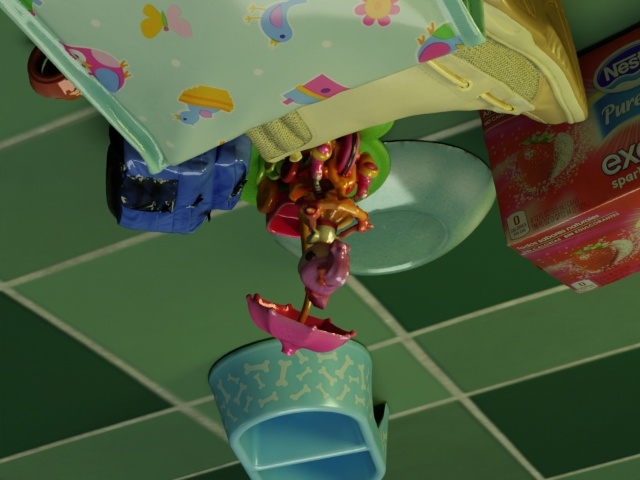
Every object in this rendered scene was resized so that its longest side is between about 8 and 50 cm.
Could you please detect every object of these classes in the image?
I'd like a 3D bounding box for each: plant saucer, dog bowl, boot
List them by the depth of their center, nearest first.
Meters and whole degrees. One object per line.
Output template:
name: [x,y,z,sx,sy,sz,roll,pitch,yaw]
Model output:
boot: [0.059,-0.110,0.994,0.203,0.095,0.262,-21,163,20]
plant saucer: [0.053,-0.013,1.245,0.194,0.037,0.195,-6,150,-4]
dog bowl: [-0.014,0.193,1.550,0.165,0.074,0.297,-11,151,5]

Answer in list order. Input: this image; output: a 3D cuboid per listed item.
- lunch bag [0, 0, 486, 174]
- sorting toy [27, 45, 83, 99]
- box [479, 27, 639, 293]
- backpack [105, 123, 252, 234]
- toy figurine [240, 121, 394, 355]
lunch bag: [-0.066,-0.192,0.771,0.223,0.160,0.262,-21,129,22]
sorting toy: [-0.142,-0.115,0.994,0.102,0.061,0.042,5,157,24]
box: [0.258,-0.076,1.096,0.256,0.128,0.122,-25,147,27]
backpack: [-0.102,-0.055,1.058,0.101,0.098,0.120,12,152,-8]
toy figurine: [0.000,0.000,1.080,0.130,0.159,0.173,12,147,-23]
